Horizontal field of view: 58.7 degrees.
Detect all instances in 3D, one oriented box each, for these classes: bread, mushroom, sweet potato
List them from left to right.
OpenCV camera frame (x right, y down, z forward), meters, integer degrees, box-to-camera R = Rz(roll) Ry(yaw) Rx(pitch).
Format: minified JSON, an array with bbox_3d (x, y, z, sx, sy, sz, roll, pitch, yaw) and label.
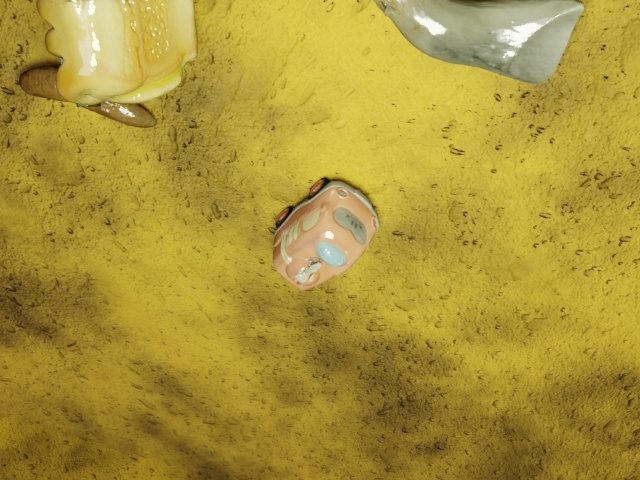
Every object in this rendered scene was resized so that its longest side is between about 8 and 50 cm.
[{"bbox_3d":[-0.554,-0.354,1.349,0.341,0.092,0.114,17,153,-3],"label":"sweet potato"},{"bbox_3d":[-0.407,-0.413,1.152,0.211,0.315,0.270,32,136,31],"label":"bread"},{"bbox_3d":[0.280,-0.429,1.113,0.396,0.126,0.177,11,142,1],"label":"mushroom"}]

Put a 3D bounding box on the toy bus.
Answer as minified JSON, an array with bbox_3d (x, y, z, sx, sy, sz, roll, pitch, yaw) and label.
[{"bbox_3d":[0.000,0.000,1.437,0.194,0.232,0.287,43,124,-18],"label":"toy bus"}]

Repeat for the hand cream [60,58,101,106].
[{"bbox_3d":[-0.522,-0.460,1.229,0.121,0.076,0.336,-2,104,0],"label":"hand cream"}]
